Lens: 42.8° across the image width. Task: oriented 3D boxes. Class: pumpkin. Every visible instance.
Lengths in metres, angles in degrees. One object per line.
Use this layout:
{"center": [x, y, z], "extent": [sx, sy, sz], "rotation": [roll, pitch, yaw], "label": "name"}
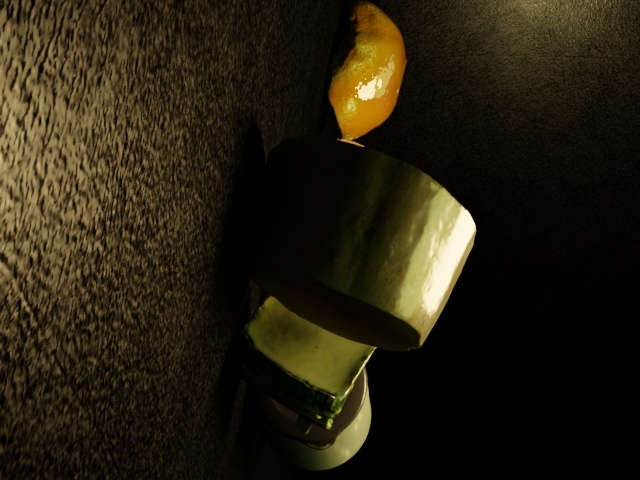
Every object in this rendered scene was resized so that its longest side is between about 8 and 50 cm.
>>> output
{"center": [0.035, 0.022, 1.160], "extent": [0.332, 0.332, 0.199], "rotation": [94, 20, -64], "label": "pumpkin"}

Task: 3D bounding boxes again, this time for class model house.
{"center": [-0.048, 0.221, 1.313], "extent": [0.170, 0.194, 0.211], "rotation": [-54, 171, -48], "label": "model house"}

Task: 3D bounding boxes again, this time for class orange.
{"center": [0.103, -0.404, 1.951], "extent": [0.262, 0.196, 0.334], "rotation": [64, 42, -61], "label": "orange"}

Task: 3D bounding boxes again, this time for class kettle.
{"center": [-0.024, 0.280, 1.715], "extent": [0.376, 0.250, 0.361], "rotation": [85, -4, -69], "label": "kettle"}

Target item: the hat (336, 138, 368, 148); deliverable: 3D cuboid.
{"center": [0.049, -0.068, 1.921], "extent": [0.233, 0.244, 0.233], "rotation": [121, -7, -57], "label": "hat"}
